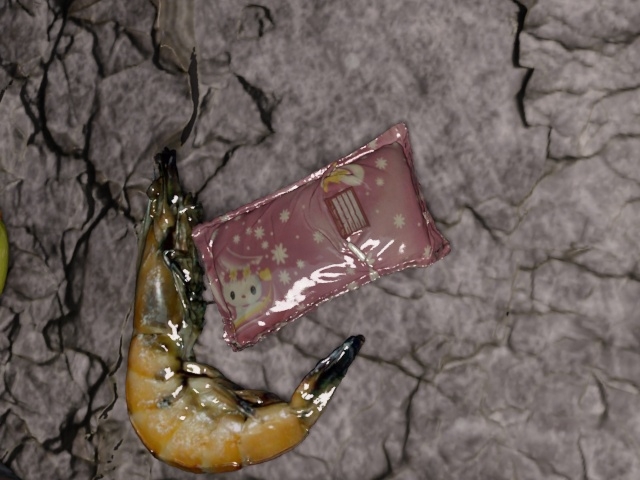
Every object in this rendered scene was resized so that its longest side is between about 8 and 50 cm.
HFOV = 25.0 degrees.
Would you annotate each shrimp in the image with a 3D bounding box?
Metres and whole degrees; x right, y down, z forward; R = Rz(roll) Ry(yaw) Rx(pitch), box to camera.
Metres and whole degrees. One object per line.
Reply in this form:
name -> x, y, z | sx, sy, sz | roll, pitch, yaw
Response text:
shrimp -> -0.060, 0.045, 1.108 | 0.198, 0.051, 0.262 | -7, 75, 20

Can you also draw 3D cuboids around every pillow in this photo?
pillow -> 0.000, 0.000, 1.064 | 0.185, 0.043, 0.118 | -25, 64, 6

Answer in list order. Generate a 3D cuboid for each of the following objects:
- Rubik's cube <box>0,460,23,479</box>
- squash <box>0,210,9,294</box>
Rubik's cube -> -0.353, 0.315, 1.055 | 0.303, 0.305, 0.301 | 32, 94, 33
squash -> -0.332, 0.042, 1.217 | 0.123, 0.123, 0.187 | 37, 99, 31
